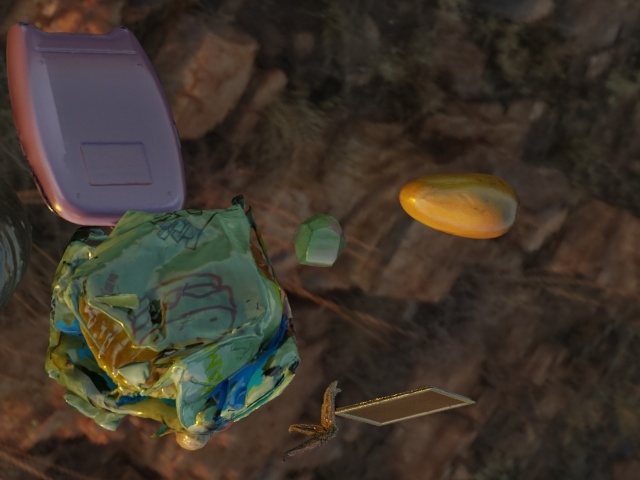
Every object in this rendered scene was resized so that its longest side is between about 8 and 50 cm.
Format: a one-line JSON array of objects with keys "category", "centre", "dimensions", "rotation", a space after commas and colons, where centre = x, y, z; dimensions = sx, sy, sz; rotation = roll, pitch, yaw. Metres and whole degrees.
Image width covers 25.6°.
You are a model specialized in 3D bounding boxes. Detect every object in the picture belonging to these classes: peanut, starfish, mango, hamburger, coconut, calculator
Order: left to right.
[{"category": "calculator", "centre": [-0.256, -0.137, 1.627], "dimensions": [0.194, 0.294, 0.043], "rotation": [-2, 151, -33]}, {"category": "hamburger", "centre": [-0.165, 0.072, 1.429], "dimensions": [0.276, 0.261, 0.150], "rotation": [-10, 159, 7]}, {"category": "peanut", "centre": [-0.152, 0.216, 1.785], "dimensions": [0.054, 0.054, 0.113], "rotation": [61, 34, -39]}, {"category": "coconut", "centre": [0.000, 0.000, 2.086], "dimensions": [0.081, 0.082, 0.083], "rotation": [1, 145, -21]}, {"category": "starfish", "centre": [0.001, 0.268, 1.968], "dimensions": [0.041, 0.130, 0.133], "rotation": [38, 92, -17]}, {"category": "mango", "centre": [0.233, -0.065, 2.391], "dimensions": [0.219, 0.145, 0.112], "rotation": [9, 95, -19]}]

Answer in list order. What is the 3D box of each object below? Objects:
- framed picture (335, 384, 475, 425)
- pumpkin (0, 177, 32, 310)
[{"category": "framed picture", "centre": [0.132, 0.260, 2.216], "dimensions": [0.142, 0.183, 0.011], "rotation": [23, 55, -53]}, {"category": "pumpkin", "centre": [-0.523, -0.004, 1.694], "dimensions": [0.327, 0.291, 0.257], "rotation": [33, 108, -12]}]
